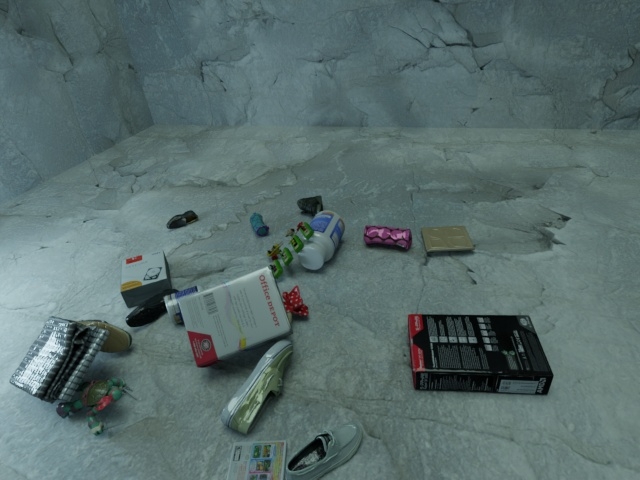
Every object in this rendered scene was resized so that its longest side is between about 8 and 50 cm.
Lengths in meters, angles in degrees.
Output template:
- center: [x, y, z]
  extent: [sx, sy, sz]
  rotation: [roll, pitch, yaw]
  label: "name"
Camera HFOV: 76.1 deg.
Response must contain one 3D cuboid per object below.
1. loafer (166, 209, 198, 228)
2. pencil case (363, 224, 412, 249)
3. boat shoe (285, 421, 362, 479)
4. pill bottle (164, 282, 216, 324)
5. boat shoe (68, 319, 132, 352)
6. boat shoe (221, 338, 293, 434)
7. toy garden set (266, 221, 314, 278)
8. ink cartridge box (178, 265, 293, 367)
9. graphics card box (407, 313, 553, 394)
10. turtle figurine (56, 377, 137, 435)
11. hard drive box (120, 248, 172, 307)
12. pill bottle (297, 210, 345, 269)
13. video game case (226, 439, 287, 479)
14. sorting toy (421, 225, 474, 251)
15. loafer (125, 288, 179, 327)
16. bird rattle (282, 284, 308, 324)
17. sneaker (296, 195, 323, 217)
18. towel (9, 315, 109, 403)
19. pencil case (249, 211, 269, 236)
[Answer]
- center: [-0.712, -0.103, 2.113]
  extent: [0.061, 0.062, 0.170]
  rotation: [26, 47, 33]
  label: "loafer"
- center: [0.289, -0.013, 1.771]
  extent: [0.209, 0.095, 0.098]
  rotation: [5, 56, 21]
  label: "pencil case"
- center: [0.013, 0.521, 1.018]
  extent: [0.227, 0.081, 0.079]
  rotation: [-26, 38, -26]
  label: "boat shoe"
- center: [-0.470, 0.229, 1.520]
  extent: [0.186, 0.112, 0.112]
  rotation: [-19, 35, -17]
  label: "pill bottle"
- center: [-0.781, 0.327, 1.446]
  extent: [0.285, 0.103, 0.092]
  rotation: [3, 2, 14]
  label: "boat shoe"
- center: [-0.161, 0.425, 1.199]
  extent: [0.094, 0.109, 0.302]
  rotation: [27, 53, 18]
  label: "boat shoe"
- center: [-0.142, 0.015, 1.706]
  extent: [0.244, 0.049, 0.204]
  rotation: [-52, 24, 7]
  label: "toy garden set"
- center: [-0.266, 0.246, 1.315]
  extent: [0.306, 0.131, 0.226]
  rotation: [-19, 73, -5]
  label: "ink cartridge box"
- center: [0.454, 0.329, 1.218]
  extent: [0.370, 0.094, 0.233]
  rotation: [-2, 33, 9]
  label: "graphics card box"
- center: [-0.651, 0.464, 1.205]
  extent: [0.234, 0.118, 0.175]
  rotation: [-4, 29, 17]
  label: "turtle figurine"
- center: [-0.726, 0.153, 1.702]
  extent: [0.181, 0.089, 0.232]
  rotation: [-17, 34, -16]
  label: "hard drive box"
- center: [0.000, 0.000, 1.743]
  extent: [0.152, 0.152, 0.272]
  rotation: [6, 36, 19]
  label: "pill bottle"
- center: [-0.160, 0.580, 1.021]
  extent: [0.143, 0.019, 0.157]
  rotation: [-4, 33, 4]
  label: "video game case"
- center: [0.541, -0.003, 1.758]
  extent: [0.192, 0.038, 0.208]
  rotation: [-3, 29, 6]
  label: "sorting toy"
- center: [-0.637, 0.253, 1.554]
  extent: [0.078, 0.076, 0.223]
  rotation: [15, 34, 37]
  label: "loafer"
- center: [-0.171, 0.266, 1.444]
  extent: [0.253, 0.143, 0.207]
  rotation: [9, 46, 1]
  label: "bird rattle"
- center: [-0.049, -0.155, 2.047]
  extent: [0.130, 0.087, 0.228]
  rotation: [-9, 30, 0]
  label: "sneaker"
- center: [-0.811, 0.357, 1.255]
  extent: [0.283, 0.121, 0.235]
  rotation: [-5, 53, 41]
  label: "towel"
- center: [-0.298, -0.078, 1.993]
  extent: [0.070, 0.065, 0.152]
  rotation: [-30, 37, -5]
  label: "pencil case"
